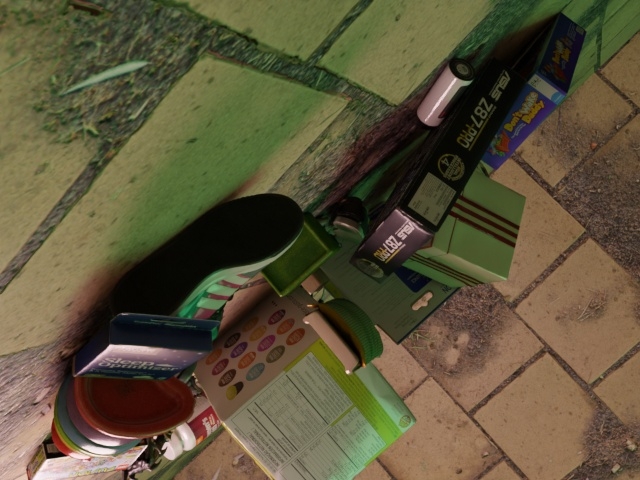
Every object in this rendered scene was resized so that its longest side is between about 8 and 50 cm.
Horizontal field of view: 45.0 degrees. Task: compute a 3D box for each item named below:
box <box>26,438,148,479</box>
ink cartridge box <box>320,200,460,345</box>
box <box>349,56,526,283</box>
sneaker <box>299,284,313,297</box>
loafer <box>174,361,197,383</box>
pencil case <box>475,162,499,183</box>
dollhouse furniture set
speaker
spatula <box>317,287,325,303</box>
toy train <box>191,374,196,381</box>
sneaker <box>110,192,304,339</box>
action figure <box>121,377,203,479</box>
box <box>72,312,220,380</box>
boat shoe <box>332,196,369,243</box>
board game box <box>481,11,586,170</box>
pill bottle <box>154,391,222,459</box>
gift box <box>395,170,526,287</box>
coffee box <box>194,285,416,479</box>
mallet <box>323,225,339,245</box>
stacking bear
[{"bbox_3d":[-0.459,0.426,1.524,0.207,0.036,0.114,2,141,-39],"label":"box"},{"bbox_3d":[0.165,0.083,1.941,0.303,0.307,0.072,-35,167,-36],"label":"ink cartridge box"},{"bbox_3d":[0.222,-0.130,1.523,0.395,0.097,0.318,-57,-177,-24],"label":"box"},{"bbox_3d":[-0.118,0.227,2.056,0.281,0.106,0.162,-43,173,1],"label":"sneaker"},{"bbox_3d":[-0.360,0.301,1.564,0.267,0.084,0.096,-43,-158,22],"label":"loafer"},{"bbox_3d":[0.348,-0.085,2.370,0.410,0.160,0.183,-44,155,9],"label":"pencil case"},{"bbox_3d":[0.046,0.099,1.566,0.151,0.301,0.197,-44,169,20],"label":"dollhouse furniture set"},{"bbox_3d":[0.230,-0.272,1.425,0.055,0.055,0.136,-35,168,-35],"label":"speaker"},{"bbox_3d":[0.002,0.133,2.039,0.084,0.030,0.297,44,64,-84],"label":"spatula"},{"bbox_3d":[-0.373,0.385,1.952,0.158,0.027,0.036,-31,169,-47],"label":"toy train"},{"bbox_3d":[-0.153,0.057,1.122,0.295,0.124,0.178,-32,163,-15],"label":"sneaker"},{"bbox_3d":[-0.392,0.425,1.746,0.276,0.141,0.164,-55,180,-30],"label":"action figure"},{"bbox_3d":[-0.236,0.147,1.033,0.136,0.037,0.225,9,153,-28],"label":"box"},{"bbox_3d":[0.073,-0.042,1.717,0.228,0.081,0.069,80,29,-81],"label":"boat shoe"},{"bbox_3d":[0.461,-0.334,1.705,0.233,0.078,0.347,-52,-177,41],"label":"board game box"},{"bbox_3d":[-0.389,0.552,2.325,0.221,0.121,0.121,-35,168,-37],"label":"pill bottle"},{"bbox_3d":[0.303,-0.054,1.851,0.255,0.258,0.276,-25,-133,59],"label":"gift box"},{"bbox_3d":[-0.051,0.357,1.821,0.334,0.338,0.337,-40,-156,-7],"label":"coffee box"},{"bbox_3d":[0.000,0.000,1.763,0.062,0.039,0.190,-40,165,0],"label":"mallet"},{"bbox_3d":[-0.347,0.272,1.232,0.164,0.175,0.289,-24,168,-40],"label":"stacking bear"}]
